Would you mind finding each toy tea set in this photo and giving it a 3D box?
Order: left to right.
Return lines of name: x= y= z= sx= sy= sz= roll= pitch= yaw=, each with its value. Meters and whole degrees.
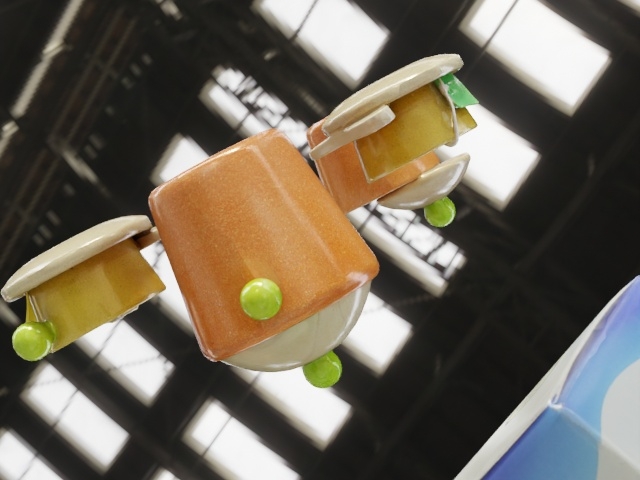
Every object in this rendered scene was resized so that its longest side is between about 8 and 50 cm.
toy tea set: x=0.000 y=0.000 z=0.892 sx=0.200 sy=0.336 sz=0.124 roll=-26 pitch=-88 yaw=45

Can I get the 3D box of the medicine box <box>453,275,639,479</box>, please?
medicine box: x=0.174 y=0.216 z=0.803 sx=0.289 sy=0.149 sz=0.263 roll=38 pitch=-56 yaw=5
